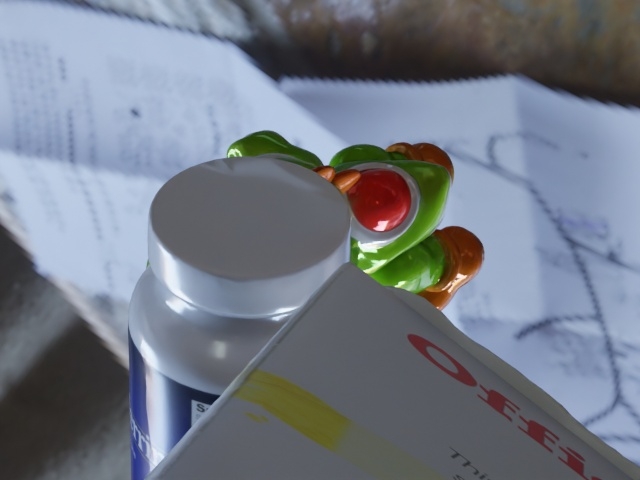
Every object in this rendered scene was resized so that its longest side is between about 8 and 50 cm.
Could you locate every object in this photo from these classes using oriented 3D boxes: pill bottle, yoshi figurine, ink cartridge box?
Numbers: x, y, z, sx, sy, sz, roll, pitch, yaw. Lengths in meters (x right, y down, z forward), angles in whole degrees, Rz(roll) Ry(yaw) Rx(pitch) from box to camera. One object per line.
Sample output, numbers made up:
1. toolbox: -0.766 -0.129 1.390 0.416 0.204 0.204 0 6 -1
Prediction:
1. pill bottle: -0.049 0.087 1.160 0.153 0.153 0.264 17 129 18
2. yoshi figurine: -0.023 0.005 1.563 0.204 0.362 0.203 22 104 33
3. ink cartridge box: 0.041 0.177 0.415 0.279 0.385 0.160 39 104 2
